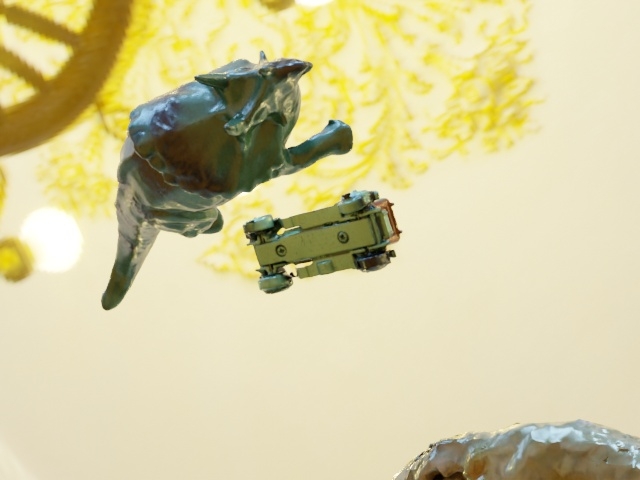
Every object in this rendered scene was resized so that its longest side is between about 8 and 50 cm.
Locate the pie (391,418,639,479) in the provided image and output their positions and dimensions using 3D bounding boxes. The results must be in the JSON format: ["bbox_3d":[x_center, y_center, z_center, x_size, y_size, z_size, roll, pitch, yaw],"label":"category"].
[{"bbox_3d":[0.109,0.241,0.832,0.339,0.077,0.339,-7,-99,49],"label":"pie"}]

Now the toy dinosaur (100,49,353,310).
[{"bbox_3d":[-0.065,-0.043,1.010,0.079,0.120,0.292,65,-21,11],"label":"toy dinosaur"}]

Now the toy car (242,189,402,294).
[{"bbox_3d":[0.000,0.000,1.531,0.143,0.054,0.073,-15,-83,31],"label":"toy car"}]
